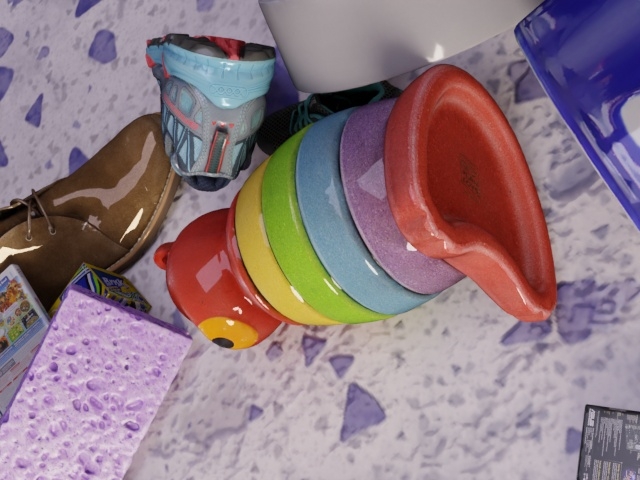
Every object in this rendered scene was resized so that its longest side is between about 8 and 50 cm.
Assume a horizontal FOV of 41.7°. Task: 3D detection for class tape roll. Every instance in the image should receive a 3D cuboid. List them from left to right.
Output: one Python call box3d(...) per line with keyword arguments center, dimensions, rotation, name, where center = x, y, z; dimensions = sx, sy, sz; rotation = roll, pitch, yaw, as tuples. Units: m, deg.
box3d(center=(0.067, -0.189, 0.621), dimensions=(0.219, 0.072, 0.219), rotation=(-21, 23, 9), name="tape roll")

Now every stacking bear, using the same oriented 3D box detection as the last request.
box3d(center=(0.000, 0.000, 0.628), dimensions=(0.289, 0.175, 0.164), rotation=(-22, 51, 35), name="stacking bear")

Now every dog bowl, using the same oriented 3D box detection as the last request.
box3d(center=(0.215, -0.035, 0.423), dimensions=(0.104, 0.265, 0.265), rotation=(-37, 57, 21), name="dog bowl")

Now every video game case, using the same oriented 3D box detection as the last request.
box3d(center=(-0.283, 0.095, 0.776), dimensions=(0.087, 0.011, 0.122), rotation=(-41, 72, 11), name="video game case")

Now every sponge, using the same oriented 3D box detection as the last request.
box3d(center=(-0.211, 0.154, 0.734), dimensions=(0.210, 0.117, 0.031), rotation=(-63, 17, -1), name="sponge")

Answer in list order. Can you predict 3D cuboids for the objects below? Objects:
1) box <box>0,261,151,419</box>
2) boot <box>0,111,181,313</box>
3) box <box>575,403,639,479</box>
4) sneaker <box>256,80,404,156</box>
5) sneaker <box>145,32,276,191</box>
box3d(center=(-0.241, 0.108, 0.803), dimensions=(0.054, 0.059, 0.169), rotation=(40, 97, 35), name="box")
box3d(center=(-0.254, -0.014, 0.824), dimensions=(0.305, 0.115, 0.112), rotation=(-47, 52, 9), name="boot")
box3d(center=(0.195, 0.148, 0.523), dimensions=(0.067, 0.018, 0.083), rotation=(1, 74, 34), name="box")
box3d(center=(0.007, -0.107, 0.707), dimensions=(0.167, 0.076, 0.065), rotation=(-6, 69, 32), name="sneaker")
box3d(center=(-0.104, -0.107, 0.713), dimensions=(0.262, 0.104, 0.125), rotation=(-128, 46, -77), name="sneaker")
